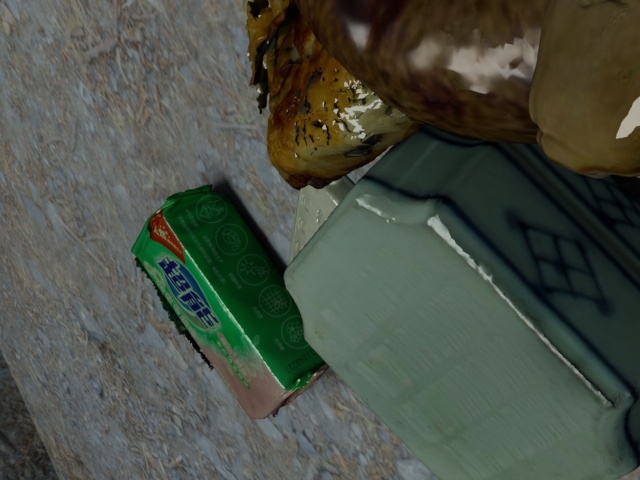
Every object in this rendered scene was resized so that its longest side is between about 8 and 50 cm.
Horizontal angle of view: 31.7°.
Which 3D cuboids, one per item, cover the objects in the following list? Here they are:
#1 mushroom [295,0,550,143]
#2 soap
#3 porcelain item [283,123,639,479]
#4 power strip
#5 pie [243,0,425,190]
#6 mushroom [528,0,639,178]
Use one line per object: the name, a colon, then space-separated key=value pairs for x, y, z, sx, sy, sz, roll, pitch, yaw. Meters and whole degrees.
mushroom: x=0.102 y=-0.223 z=0.500 sx=0.356 sy=0.331 sz=0.334 roll=25 pitch=-129 yaw=-70
soap: x=-0.100 y=0.073 z=1.329 sx=0.273 sy=0.098 sz=0.218 roll=54 pitch=149 yaw=6
porcelain item: x=0.131 y=0.052 z=0.858 sx=0.281 sy=0.157 sz=0.286 roll=44 pitch=149 yaw=4
power strip: x=0.000 y=0.000 z=1.172 sx=0.060 sy=0.027 sz=0.253 roll=44 pitch=148 yaw=25
pie: x=0.005 y=-0.179 z=0.825 sx=0.308 sy=0.085 sz=0.308 roll=179 pitch=90 yaw=-68
mushroom: x=0.279 y=-0.036 z=0.414 sx=0.407 sy=0.138 sz=0.154 roll=15 pitch=139 yaw=-13
